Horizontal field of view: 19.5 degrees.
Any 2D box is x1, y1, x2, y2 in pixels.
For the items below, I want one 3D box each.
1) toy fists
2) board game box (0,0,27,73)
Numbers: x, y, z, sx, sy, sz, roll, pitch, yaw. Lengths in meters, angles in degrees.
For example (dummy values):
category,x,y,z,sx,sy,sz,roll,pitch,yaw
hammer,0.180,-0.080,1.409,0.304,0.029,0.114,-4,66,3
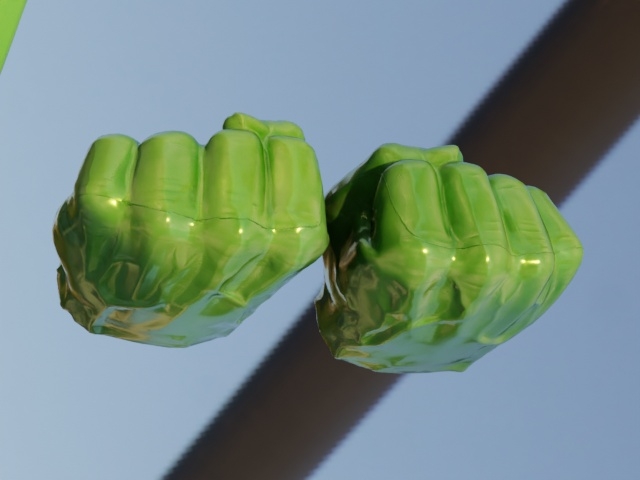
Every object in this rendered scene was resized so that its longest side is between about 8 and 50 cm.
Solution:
category,x,y,z,sx,sy,sz,roll,pitch,yaw
toy fists,0.000,0.000,0.977,0.142,0.279,0.096,135,-40,-62
board game box,-0.240,0.047,0.554,0.242,0.064,0.316,6,-109,35
